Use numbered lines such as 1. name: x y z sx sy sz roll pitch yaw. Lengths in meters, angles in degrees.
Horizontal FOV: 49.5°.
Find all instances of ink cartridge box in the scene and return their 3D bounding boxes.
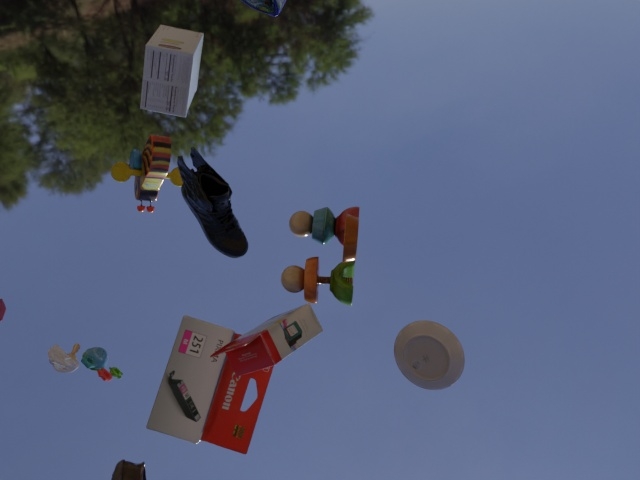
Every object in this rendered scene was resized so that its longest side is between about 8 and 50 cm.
1. ink cartridge box: -0.118 0.229 1.551 0.134 0.078 0.231 -25 -178 40
2. ink cartridge box: -0.249 0.342 1.637 0.238 0.275 0.060 17 169 1

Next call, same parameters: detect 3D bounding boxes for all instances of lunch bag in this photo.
1. lunch bag: -0.125 -0.528 1.385 0.096 0.151 0.129 -30 -153 30

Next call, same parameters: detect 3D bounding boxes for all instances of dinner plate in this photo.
1. dinner plate: 0.204 0.221 1.323 0.141 0.141 0.017 9 -163 27

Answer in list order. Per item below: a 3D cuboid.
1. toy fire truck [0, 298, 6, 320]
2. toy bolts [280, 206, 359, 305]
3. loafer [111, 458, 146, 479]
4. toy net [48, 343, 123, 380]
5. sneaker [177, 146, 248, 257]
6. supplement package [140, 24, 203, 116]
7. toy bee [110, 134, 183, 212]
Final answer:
1. toy fire truck: -0.677 0.132 1.331 0.047 0.135 0.192 -10 -155 1
2. toy bolts: 0.000 0.000 1.503 0.158 0.218 0.228 5 -135 3
3. loafer: -0.261 0.546 1.211 0.130 0.366 0.134 -21 178 -12
4. toy net: -0.604 0.316 1.753 0.122 0.045 0.232 52 -168 20
5. sneaker: -0.153 -0.050 1.008 0.051 0.170 0.089 -39 -172 -28
6. supplement package: -0.464 -0.539 2.187 0.145 0.204 0.262 10 -151 -8
7. toy bee: -0.452 -0.164 1.874 0.195 0.162 0.298 -3 169 -6
